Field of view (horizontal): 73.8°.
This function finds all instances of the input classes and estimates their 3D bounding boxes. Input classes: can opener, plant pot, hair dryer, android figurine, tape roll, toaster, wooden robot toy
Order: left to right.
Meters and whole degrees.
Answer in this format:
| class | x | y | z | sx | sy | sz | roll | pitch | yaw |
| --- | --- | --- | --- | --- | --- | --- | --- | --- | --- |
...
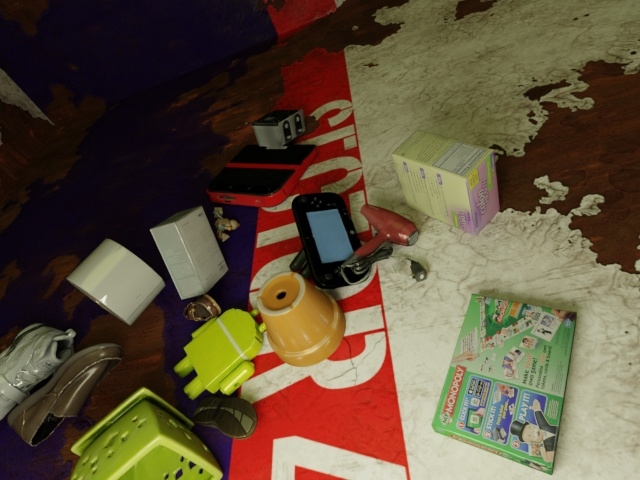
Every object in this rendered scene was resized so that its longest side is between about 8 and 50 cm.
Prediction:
| class | x | y | z | sx | sy | sz | roll | pitch | yaw |
| --- | --- | --- | --- | --- | --- | --- | --- | --- | --- |
| tape roll | -0.654 | 0.136 | 1.374 | 0.246 | 0.246 | 0.169 | 16 | 58 | 37 |
| plant pot | -0.391 | 0.480 | 0.938 | 0.228 | 0.227 | 0.207 | -40 | 38 | -11 |
| android figurine | -0.264 | 0.295 | 1.160 | 0.273 | 0.056 | 0.248 | -41 | 44 | -12 |
| wooden robot toy | -0.335 | -0.053 | 1.537 | 0.079 | 0.076 | 0.173 | -3 | 36 | -25 |
| toaster | -0.179 | -0.471 | 1.772 | 0.186 | 0.110 | 0.168 | 11 | 40 | 35 |
| plant pot | -0.062 | 0.181 | 1.067 | 0.205 | 0.188 | 0.205 | -15 | 45 | 15 |
| can opener | 0.000 | 0.000 | 1.307 | 0.280 | 0.074 | 0.093 | -56 | 16 | -29 |
| hair dryer | 0.162 | -0.007 | 1.170 | 0.224 | 0.080 | 0.293 | 0 | 42 | -4 |

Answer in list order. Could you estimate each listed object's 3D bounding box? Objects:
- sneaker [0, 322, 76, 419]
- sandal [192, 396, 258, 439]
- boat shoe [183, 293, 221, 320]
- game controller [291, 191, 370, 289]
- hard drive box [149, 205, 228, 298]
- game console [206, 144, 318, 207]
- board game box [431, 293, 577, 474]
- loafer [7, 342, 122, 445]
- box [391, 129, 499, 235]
| class | x | y | z | sx | sy | sz | roll | pitch | yaw |
| --- | --- | --- | --- | --- | --- | --- | --- | --- | --- |
| sneaker | -0.917 | 0.418 | 1.319 | 0.210 | 0.137 | 0.366 | -7 | 44 | 26 |
| sandal | -0.222 | 0.428 | 1.019 | 0.219 | 0.060 | 0.090 | -12 | 37 | 37 |
| boat shoe | -0.346 | 0.204 | 1.231 | 0.073 | 0.073 | 0.207 | -38 | 7 | -28 |
| game controller | 0.025 | -0.008 | 1.215 | 0.166 | 0.067 | 0.319 | -12 | 60 | -10 |
| hard drive box | -0.393 | 0.032 | 1.307 | 0.089 | 0.232 | 0.181 | -14 | 16 | 15 |
| game console | -0.235 | -0.267 | 1.686 | 0.387 | 0.060 | 0.342 | 8 | 48 | 32 |
| board game box | 0.377 | 0.266 | 0.865 | 0.213 | 0.046 | 0.317 | 8 | 54 | 34 |
| loafer | -0.704 | 0.440 | 1.220 | 0.366 | 0.134 | 0.130 | -43 | 67 | -1 |
| box | 0.342 | -0.161 | 1.162 | 0.117 | 0.213 | 0.243 | -43 | 45 | -15 |
